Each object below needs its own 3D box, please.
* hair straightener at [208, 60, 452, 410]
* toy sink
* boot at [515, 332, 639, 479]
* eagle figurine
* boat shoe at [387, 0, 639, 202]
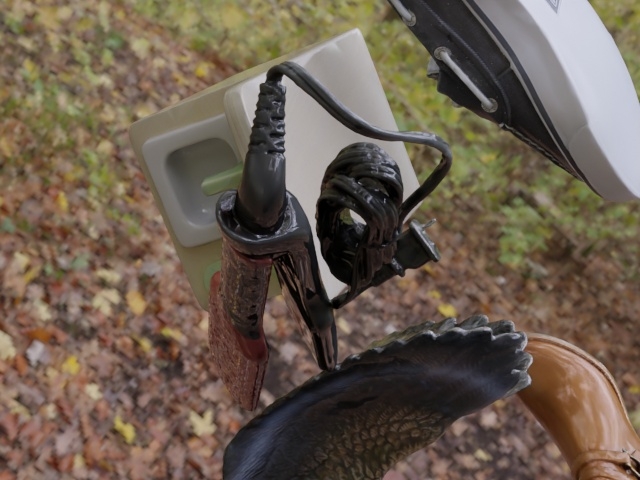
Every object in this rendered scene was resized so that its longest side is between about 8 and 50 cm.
[{"bbox_3d":[0.000,0.000,0.408,0.089,0.230,0.047,-25,67,-13],"label":"hair straightener"},{"bbox_3d":[-0.038,-0.045,0.815,0.152,0.131,0.234,67,27,-12],"label":"toy sink"},{"bbox_3d":[0.214,0.168,0.891,0.197,0.073,0.152,42,23,-1],"label":"boot"},{"bbox_3d":[0.023,0.166,0.835,0.225,0.298,0.226,22,6,-34],"label":"eagle figurine"},{"bbox_3d":[0.122,-0.133,0.775,0.301,0.102,0.108,45,45,-27],"label":"boat shoe"}]
